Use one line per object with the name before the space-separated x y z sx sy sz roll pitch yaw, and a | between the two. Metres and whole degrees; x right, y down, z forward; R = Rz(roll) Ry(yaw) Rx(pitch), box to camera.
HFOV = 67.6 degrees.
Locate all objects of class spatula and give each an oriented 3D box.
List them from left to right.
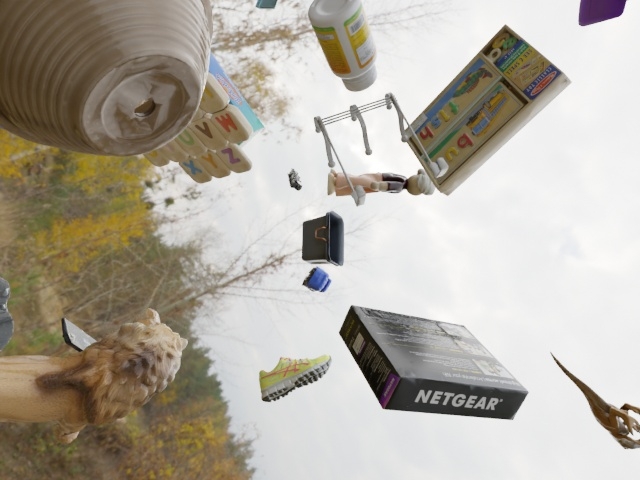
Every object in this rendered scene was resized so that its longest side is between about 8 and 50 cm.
spatula | 0.702 -0.545 1.026 0.030 0.296 0.084 -111 -179 -52

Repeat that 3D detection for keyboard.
keyboard | -0.579 0.267 1.158 0.100 0.038 0.192 57 -12 31

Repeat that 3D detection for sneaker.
sneaker | -0.709 0.168 1.022 0.072 0.077 0.178 29 36 -48
sneaker | -0.071 0.338 1.255 0.082 0.208 0.094 77 -12 -54

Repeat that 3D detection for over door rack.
over door rack | 0.143 -0.233 1.251 0.108 0.239 0.324 79 -12 -55

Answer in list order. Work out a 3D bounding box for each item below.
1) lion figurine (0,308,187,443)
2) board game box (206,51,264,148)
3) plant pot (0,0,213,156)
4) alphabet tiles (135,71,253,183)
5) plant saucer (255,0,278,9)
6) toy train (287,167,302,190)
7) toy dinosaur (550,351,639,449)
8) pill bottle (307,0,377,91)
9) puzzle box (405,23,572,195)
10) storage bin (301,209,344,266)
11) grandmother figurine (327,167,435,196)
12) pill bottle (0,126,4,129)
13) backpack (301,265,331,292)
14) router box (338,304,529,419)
lion figurine | -0.384 0.180 0.595 0.240 0.391 0.142 -38 -120 39
board game box | -0.239 -0.283 1.032 0.160 0.047 0.210 -32 -83 40
plant pot | -0.190 -0.159 0.448 0.110 0.237 0.237 50 -27 19
alphabet tiles | -0.266 -0.214 0.892 0.283 0.021 0.278 -7 -44 35
plant saucer | -0.136 -0.766 1.426 0.067 0.192 0.018 10 -16 18
toy train | -0.068 -0.166 1.305 0.036 0.027 0.158 36 13 -18
toy dinosaur | 0.478 0.287 0.802 0.212 0.064 0.112 52 -25 -3
pill bottle | 0.071 -0.518 1.258 0.136 0.136 0.246 44 -7 37
puzzle box | 0.422 -0.350 1.298 0.409 0.052 0.272 -46 -135 27
storage bin | 0.000 0.000 1.215 0.090 0.098 0.135 -10 -110 27
grandmother figurine | 0.200 -0.186 1.549 0.208 0.341 0.104 -73 164 -60
pill bottle | -0.509 -0.257 0.704 0.152 0.271 0.153 -47 -146 45
backpack | -0.007 0.154 1.881 0.101 0.098 0.120 28 -12 -2
router box | 0.125 0.138 0.550 0.046 0.178 0.133 -69 -155 17
